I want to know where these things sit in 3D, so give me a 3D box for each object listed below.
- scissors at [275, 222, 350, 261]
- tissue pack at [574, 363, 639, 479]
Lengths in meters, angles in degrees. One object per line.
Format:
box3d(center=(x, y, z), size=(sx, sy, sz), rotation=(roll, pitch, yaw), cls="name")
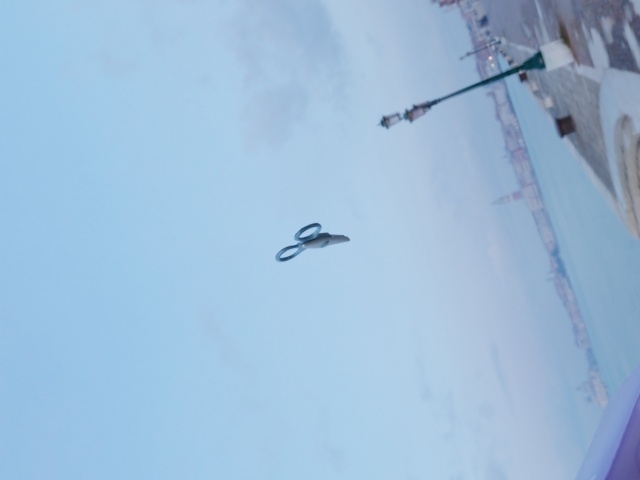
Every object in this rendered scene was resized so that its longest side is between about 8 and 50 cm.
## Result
box3d(center=(0.000, 0.000, 0.583), size=(0.014, 0.058, 0.119), rotation=(52, -153, 18), cls="scissors")
box3d(center=(0.363, 0.307, 0.616), size=(0.338, 0.160, 0.242), rotation=(-40, -35, -38), cls="tissue pack")
